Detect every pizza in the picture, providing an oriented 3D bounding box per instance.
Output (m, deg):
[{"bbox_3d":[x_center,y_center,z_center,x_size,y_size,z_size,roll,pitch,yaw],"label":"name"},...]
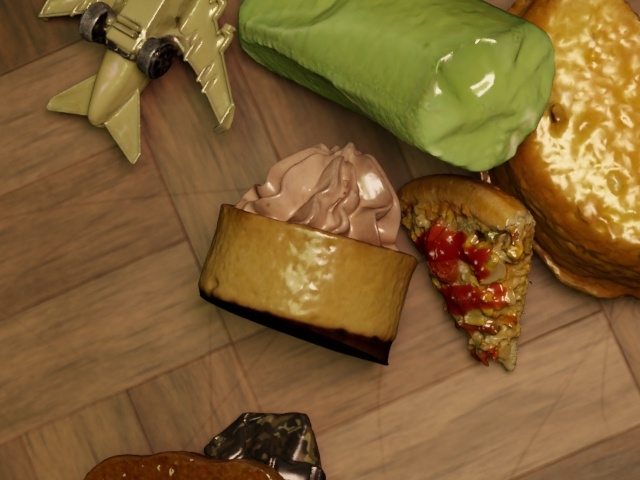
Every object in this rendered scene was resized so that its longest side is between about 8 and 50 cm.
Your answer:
[{"bbox_3d":[0.135,0.037,1.435,0.062,0.188,0.198,-25,107,-24],"label":"pizza"}]

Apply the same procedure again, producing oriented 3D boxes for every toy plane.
[{"bbox_3d":[-0.154,-0.209,1.487,0.242,0.104,0.256,32,102,25],"label":"toy plane"}]

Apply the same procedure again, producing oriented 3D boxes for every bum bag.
[{"bbox_3d":[-0.018,0.270,1.452,0.102,0.069,0.248,-25,82,-3],"label":"bum bag"}]

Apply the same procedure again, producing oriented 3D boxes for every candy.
[{"bbox_3d":[0.059,-0.169,1.375,0.132,0.343,0.142,9,105,-36],"label":"candy"}]

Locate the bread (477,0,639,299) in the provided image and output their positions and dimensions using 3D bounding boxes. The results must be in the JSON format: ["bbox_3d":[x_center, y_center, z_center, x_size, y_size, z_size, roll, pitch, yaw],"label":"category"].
[{"bbox_3d":[0.253,-0.066,1.397,0.179,0.194,0.340,-39,87,-11],"label":"bread"}]

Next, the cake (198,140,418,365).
[{"bbox_3d":[0.000,0.000,1.423,0.185,0.208,0.178,16,79,23],"label":"cake"}]

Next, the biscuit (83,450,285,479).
[{"bbox_3d":[-0.140,0.319,1.435,0.273,0.049,0.257,-9,87,15],"label":"biscuit"}]
